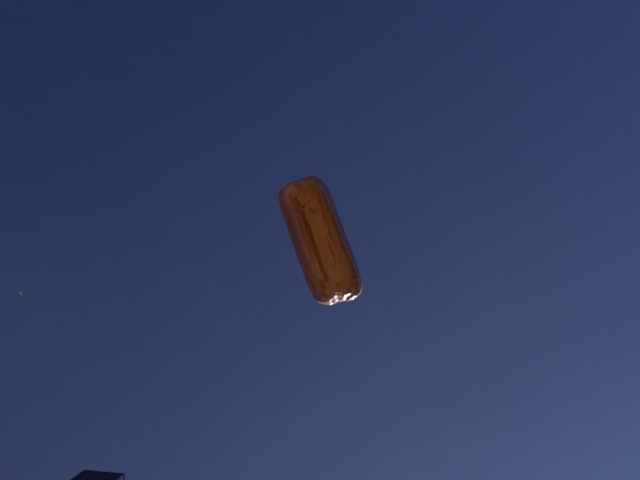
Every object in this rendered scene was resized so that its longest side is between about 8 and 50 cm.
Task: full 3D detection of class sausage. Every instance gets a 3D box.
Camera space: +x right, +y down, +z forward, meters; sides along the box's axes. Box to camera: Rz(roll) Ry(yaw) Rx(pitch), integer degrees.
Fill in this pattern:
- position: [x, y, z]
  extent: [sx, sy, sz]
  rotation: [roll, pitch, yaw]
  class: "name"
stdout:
- position: [0.000, 0.000, 0.544]
  extent: [0.034, 0.034, 0.083]
  rotation: [-14, -110, -19]
  class: "sausage"

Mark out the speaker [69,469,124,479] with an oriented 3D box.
- position: [-0.228, 0.270, 0.752]
  extent: [0.044, 0.218, 0.082]
  rotation: [3, -86, 10]
  class: "speaker"
